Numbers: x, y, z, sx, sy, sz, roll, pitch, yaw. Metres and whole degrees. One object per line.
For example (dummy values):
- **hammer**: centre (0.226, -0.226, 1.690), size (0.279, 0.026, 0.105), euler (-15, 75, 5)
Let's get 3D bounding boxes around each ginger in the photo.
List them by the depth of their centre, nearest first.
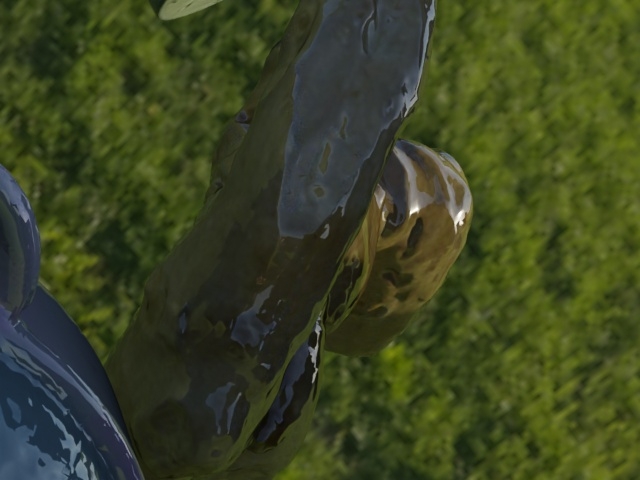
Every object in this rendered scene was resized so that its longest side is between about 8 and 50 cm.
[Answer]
- **ginger**: centre (-0.008, 0.013, 0.512), size (0.065, 0.149, 0.258), euler (29, -10, 9)

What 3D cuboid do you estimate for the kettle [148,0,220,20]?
- **kettle**: centre (-0.037, -0.246, 0.704), size (0.243, 0.210, 0.160), euler (59, -12, -1)

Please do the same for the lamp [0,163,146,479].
- **lamp**: centre (-0.140, 0.083, 0.333), size (0.179, 0.246, 0.108), euler (61, 6, -34)
